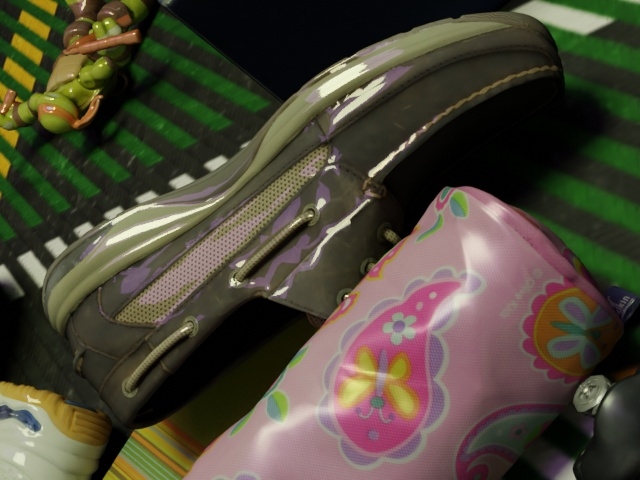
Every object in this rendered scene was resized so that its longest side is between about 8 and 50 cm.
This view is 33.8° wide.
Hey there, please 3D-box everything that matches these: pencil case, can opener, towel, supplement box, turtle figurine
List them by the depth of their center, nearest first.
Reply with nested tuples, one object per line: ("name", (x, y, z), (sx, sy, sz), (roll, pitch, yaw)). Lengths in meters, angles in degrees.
("can opener", (0.178, 0.044, 0.486), (0.186, 0.073, 0.059), (-57, -1, -11))
("pencil case", (0.026, 0.100, 0.539), (0.284, 0.124, 0.124), (-50, 38, 2))
("towel", (-0.065, 0.107, 0.703), (0.102, 0.021, 0.237), (24, 78, 45))
("supplement box", (-0.033, -0.286, 0.781), (0.194, 0.195, 0.356), (-38, 50, 15))
("turtle figurine", (-0.223, -0.178, 1.027), (0.270, 0.087, 0.217), (-28, 36, 40))

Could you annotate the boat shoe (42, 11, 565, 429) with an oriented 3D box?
("boat shoe", (0.000, 0.000, 0.639), (0.355, 0.132, 0.130), (-32, 72, 16))

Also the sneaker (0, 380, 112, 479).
("sneaker", (-0.282, 0.173, 0.797), (0.296, 0.112, 0.130), (-5, 63, 47))
